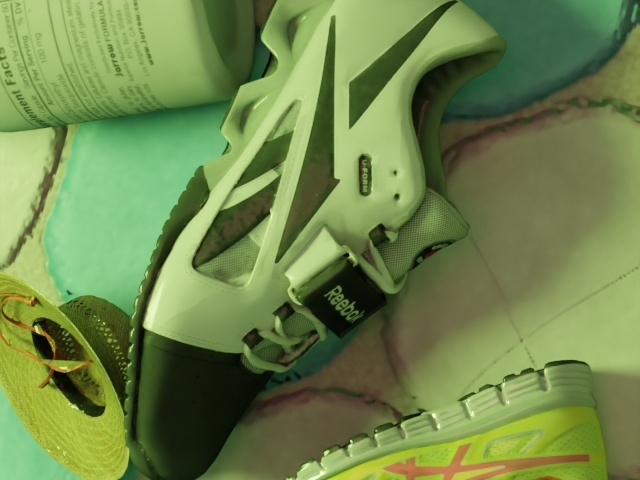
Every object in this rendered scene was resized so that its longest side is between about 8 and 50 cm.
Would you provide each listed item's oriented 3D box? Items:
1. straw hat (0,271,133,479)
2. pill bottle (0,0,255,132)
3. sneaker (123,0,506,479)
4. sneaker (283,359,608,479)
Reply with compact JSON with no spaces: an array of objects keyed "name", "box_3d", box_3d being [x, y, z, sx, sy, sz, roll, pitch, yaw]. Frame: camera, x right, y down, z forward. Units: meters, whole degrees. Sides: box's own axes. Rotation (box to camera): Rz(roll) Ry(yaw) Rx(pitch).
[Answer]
[{"name":"straw hat","box_3d":[-0.140,0.068,1.105,0.061,0.144,0.144,-33,71,-35]},{"name":"pill bottle","box_3d":[-0.164,-0.133,1.105,0.229,0.131,0.131,-7,81,14]},{"name":"sneaker","box_3d":[0.000,0.000,1.048,0.146,0.122,0.331,23,90,18]},{"name":"sneaker","box_3d":[0.066,0.143,1.034,0.208,0.081,0.094,-23,80,11]}]
